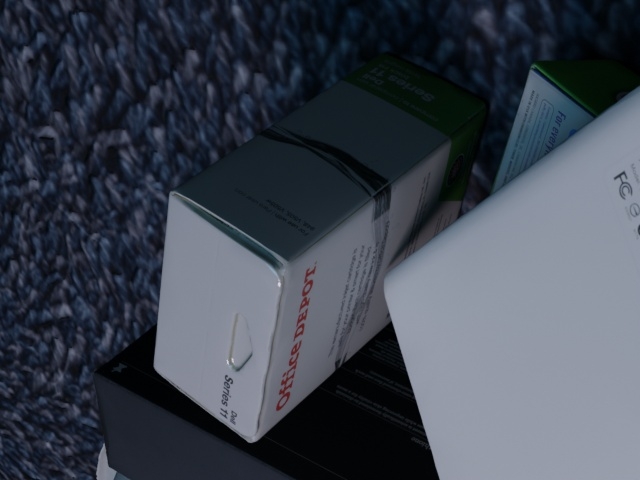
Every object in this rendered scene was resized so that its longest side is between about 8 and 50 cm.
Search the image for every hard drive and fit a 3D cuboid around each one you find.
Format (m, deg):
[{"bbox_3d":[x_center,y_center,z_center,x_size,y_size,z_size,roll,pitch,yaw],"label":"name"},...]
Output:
[{"bbox_3d":[0.143,0.054,0.597,0.307,0.040,0.203,-41,60,56],"label":"hard drive"}]

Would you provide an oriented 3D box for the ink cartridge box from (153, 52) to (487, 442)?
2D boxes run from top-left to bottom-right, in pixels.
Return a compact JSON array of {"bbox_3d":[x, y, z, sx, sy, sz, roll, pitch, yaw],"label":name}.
[{"bbox_3d":[0.000,0.000,0.755,0.087,0.208,0.153,32,134,22],"label":"ink cartridge box"}]

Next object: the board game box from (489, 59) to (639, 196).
[{"bbox_3d":[0.188,0.085,0.633,0.316,0.064,0.242,50,137,44],"label":"board game box"}]

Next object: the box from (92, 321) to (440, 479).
[{"bbox_3d":[0.002,0.127,0.862,0.261,0.184,0.103,23,131,28],"label":"box"}]

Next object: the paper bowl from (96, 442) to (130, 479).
[{"bbox_3d":[-0.078,0.264,1.058,0.284,0.148,0.284,24,133,28],"label":"paper bowl"}]
